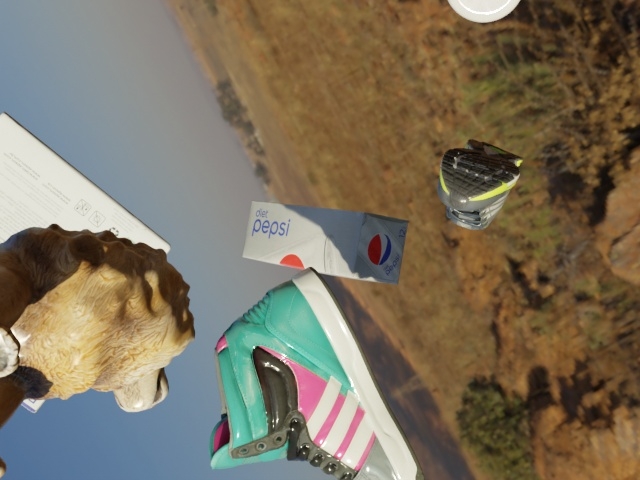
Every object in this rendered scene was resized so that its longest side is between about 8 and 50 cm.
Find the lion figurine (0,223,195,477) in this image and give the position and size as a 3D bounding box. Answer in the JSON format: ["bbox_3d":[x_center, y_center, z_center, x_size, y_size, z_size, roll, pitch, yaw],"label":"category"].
[{"bbox_3d":[-0.276,0.059,0.585,0.240,0.392,0.142,-110,26,-71],"label":"lion figurine"}]

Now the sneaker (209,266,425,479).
[{"bbox_3d":[-0.018,0.194,0.913,0.295,0.178,0.124,63,172,-2],"label":"sneaker"}]

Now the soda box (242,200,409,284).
[{"bbox_3d":[0.000,0.000,1.420,0.286,0.091,0.098,9,89,52],"label":"soda box"}]

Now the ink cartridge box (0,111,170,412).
[{"bbox_3d":[-0.456,0.033,1.420,0.324,0.330,0.071,41,172,-15],"label":"ink cartridge box"}]

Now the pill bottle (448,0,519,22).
[{"bbox_3d":[0.246,-0.407,1.425,0.117,0.117,0.215,62,-162,-18],"label":"pill bottle"}]

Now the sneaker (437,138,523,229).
[{"bbox_3d":[0.232,-0.069,1.379,0.111,0.121,0.300,20,-163,16],"label":"sneaker"}]
